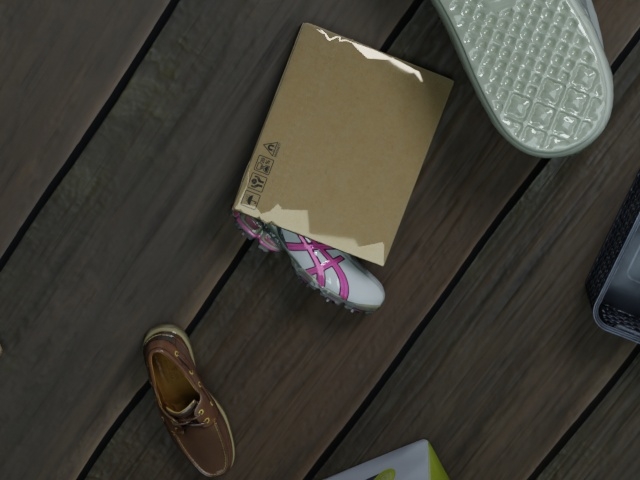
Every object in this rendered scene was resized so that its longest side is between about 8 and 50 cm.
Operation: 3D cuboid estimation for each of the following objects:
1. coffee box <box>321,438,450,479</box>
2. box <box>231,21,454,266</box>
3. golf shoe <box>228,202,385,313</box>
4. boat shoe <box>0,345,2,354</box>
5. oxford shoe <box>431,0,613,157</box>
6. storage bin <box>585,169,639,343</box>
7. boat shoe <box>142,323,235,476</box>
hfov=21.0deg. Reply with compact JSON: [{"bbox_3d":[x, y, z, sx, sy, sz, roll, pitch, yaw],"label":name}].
[{"bbox_3d":[0.031,0.463,1.762,0.334,0.337,0.338,-23,105,10],"label":"coffee box"},{"bbox_3d":[0.023,-0.095,1.719,0.164,0.021,0.201,21,89,-5],"label":"box"},{"bbox_3d":[0.000,0.000,1.757,0.186,0.067,0.086,39,104,-9],"label":"golf shoe"},{"bbox_3d":[-0.370,0.069,1.810,0.045,0.050,0.135,-27,104,17],"label":"boat shoe"},{"bbox_3d":[0.157,-0.290,1.633,0.169,0.130,0.449,-21,91,13],"label":"oxford shoe"},{"bbox_3d":[0.355,0.014,1.733,0.122,0.084,0.180,22,107,-4],"label":"storage bin"},{"bbox_3d":[-0.144,0.177,1.826,0.064,0.060,0.178,-20,106,9],"label":"boat shoe"}]
